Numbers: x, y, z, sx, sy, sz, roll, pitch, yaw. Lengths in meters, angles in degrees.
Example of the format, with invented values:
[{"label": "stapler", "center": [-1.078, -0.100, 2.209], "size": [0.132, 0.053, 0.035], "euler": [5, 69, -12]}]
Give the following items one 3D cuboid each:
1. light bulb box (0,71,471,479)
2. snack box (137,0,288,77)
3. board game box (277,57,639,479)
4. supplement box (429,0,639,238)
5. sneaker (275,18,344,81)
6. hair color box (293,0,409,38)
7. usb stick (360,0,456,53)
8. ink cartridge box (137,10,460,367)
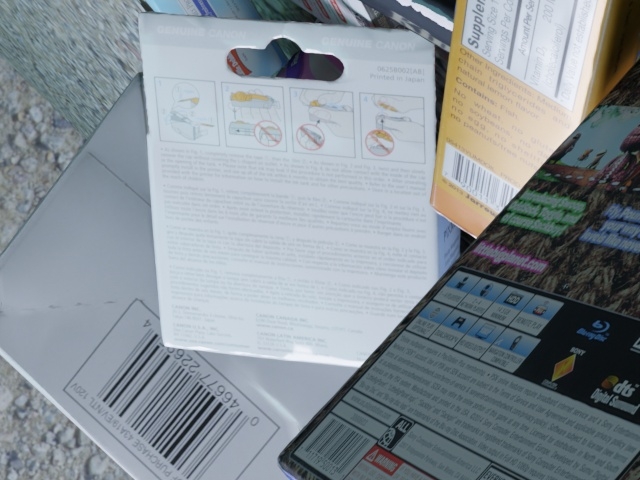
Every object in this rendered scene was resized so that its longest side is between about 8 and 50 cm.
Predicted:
[{"label": "light bulb box", "center": [-0.013, 0.072, 1.444], "size": [0.358, 0.225, 0.361], "euler": [42, -168, 10]}, {"label": "snack box", "center": [-0.152, -0.245, 1.286], "size": [0.322, 0.060, 0.187], "euler": [51, 177, 39]}, {"label": "board game box", "center": [0.159, 0.041, 0.684], "size": [0.141, 0.291, 0.232], "euler": [45, 171, -18]}, {"label": "supplement box", "center": [0.105, -0.082, 0.833], "size": [0.080, 0.078, 0.233], "euler": [35, 152, 17]}, {"label": "sneaker", "center": [0.009, -0.086, 1.348], "size": [0.095, 0.104, 0.236], "euler": [40, 171, 13]}, {"label": "hair color box", "center": [-0.007, -0.181, 1.149], "size": [0.167, 0.053, 0.093], "euler": [39, 170, 33]}, {"label": "usb stick", "center": [0.077, -0.112, 0.955], "size": [0.278, 0.045, 0.077], "euler": [30, 169, 1]}, {"label": "ink cartridge box", "center": [-0.010, -0.033, 1.181], "size": [0.189, 0.066, 0.232], "euler": [5, 114, 15]}]
